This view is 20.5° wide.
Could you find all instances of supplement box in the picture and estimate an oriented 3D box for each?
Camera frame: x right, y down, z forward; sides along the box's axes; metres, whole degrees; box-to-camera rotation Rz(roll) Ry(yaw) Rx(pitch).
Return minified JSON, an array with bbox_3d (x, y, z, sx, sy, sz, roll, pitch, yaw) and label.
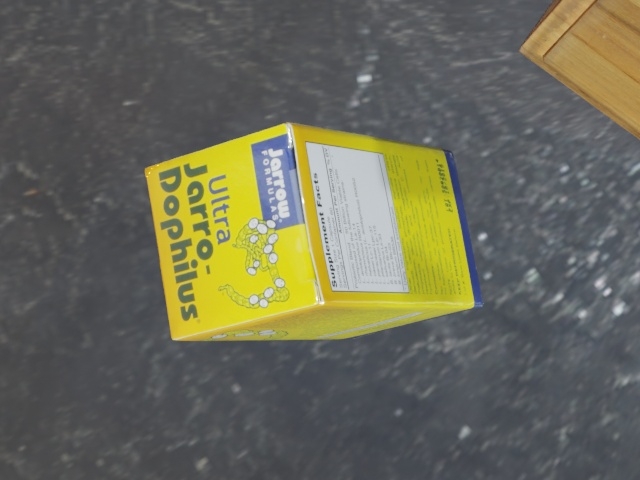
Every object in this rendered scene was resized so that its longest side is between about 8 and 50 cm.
[{"bbox_3d":[0.000,0.000,1.958,0.195,0.356,0.194,-16,79,31],"label":"supplement box"}]

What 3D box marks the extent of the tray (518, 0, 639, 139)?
[{"bbox_3d":[0.330,-0.051,1.054,0.411,0.203,0.076,37,69,-1],"label":"tray"}]
